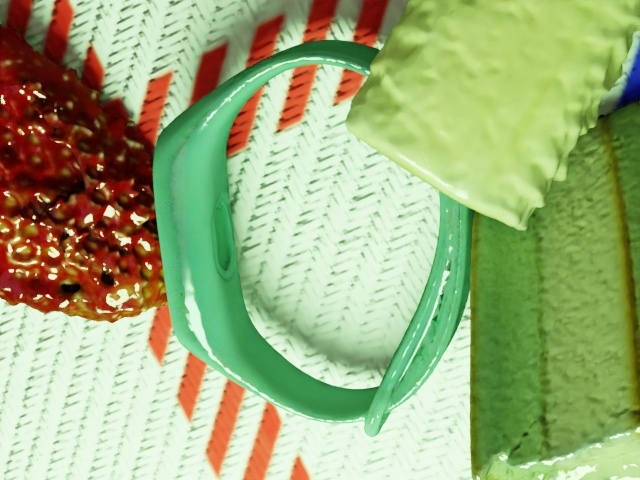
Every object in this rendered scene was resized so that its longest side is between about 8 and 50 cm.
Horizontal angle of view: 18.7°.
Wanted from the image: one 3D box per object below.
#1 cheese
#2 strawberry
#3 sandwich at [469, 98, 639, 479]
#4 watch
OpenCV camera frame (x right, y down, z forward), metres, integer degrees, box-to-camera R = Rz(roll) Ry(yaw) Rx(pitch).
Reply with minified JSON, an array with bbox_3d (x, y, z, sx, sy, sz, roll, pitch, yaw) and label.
[{"bbox_3d":[0.100,-0.102,1.054,0.123,0.094,0.167,27,98,-14],"label":"cheese"},{"bbox_3d":[-0.218,-0.039,1.214,0.286,0.106,0.188,28,116,10],"label":"strawberry"},{"bbox_3d":[0.165,0.061,1.048,0.155,0.198,0.227,-23,97,25],"label":"sandwich"},{"bbox_3d":[0.000,0.000,1.163,0.195,0.068,0.237,-1,103,13],"label":"watch"}]
